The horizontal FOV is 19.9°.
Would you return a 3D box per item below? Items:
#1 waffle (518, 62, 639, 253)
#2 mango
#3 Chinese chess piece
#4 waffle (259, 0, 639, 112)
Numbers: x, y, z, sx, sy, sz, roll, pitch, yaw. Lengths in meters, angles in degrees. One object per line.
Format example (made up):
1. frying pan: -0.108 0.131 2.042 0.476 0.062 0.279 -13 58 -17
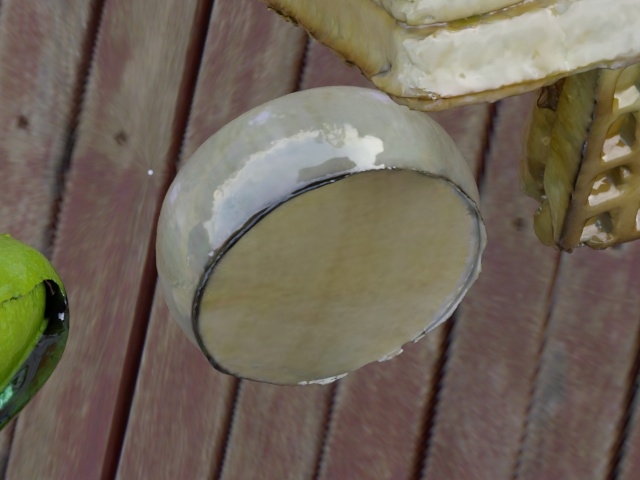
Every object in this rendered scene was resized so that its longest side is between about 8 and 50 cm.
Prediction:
1. waffle: 0.258 -0.124 1.275 0.224 0.328 0.098 -19 61 -10
2. mango: -0.140 0.038 0.570 0.091 0.165 0.074 -10 112 27
3. Chinese chess piece: 0.000 0.000 1.405 0.257 0.257 0.104 -21 51 -4
4. waffle: 0.081 -0.166 0.965 0.212 0.308 0.091 -16 114 -13
